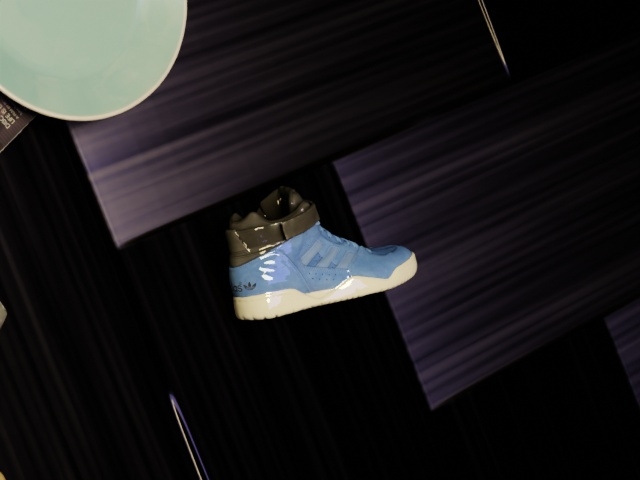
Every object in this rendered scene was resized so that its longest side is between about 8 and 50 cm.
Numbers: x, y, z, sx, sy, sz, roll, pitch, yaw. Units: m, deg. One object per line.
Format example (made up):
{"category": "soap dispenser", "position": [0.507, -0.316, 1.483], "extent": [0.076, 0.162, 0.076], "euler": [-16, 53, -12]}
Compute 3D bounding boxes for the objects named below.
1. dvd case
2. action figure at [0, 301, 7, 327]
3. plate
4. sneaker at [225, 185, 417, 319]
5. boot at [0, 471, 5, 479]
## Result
{"category": "dvd case", "position": [-0.213, -0.170, 1.241], "extent": [0.164, 0.018, 0.221], "euler": [51, 55, -18]}
{"category": "action figure", "position": [-0.324, 0.116, 0.953], "extent": [0.330, 0.178, 0.341], "euler": [-34, 84, -26]}
{"category": "plate", "position": [-0.171, -0.168, 1.246], "extent": [0.188, 0.024, 0.188], "euler": [9, 75, -36]}
{"category": "sneaker", "position": [0.000, 0.000, 1.336], "extent": [0.152, 0.058, 0.084], "euler": [-13, 97, -31]}
{"category": "boot", "position": [-0.219, 0.271, 1.090], "extent": [0.203, 0.095, 0.262], "euler": [44, 65, -19]}
